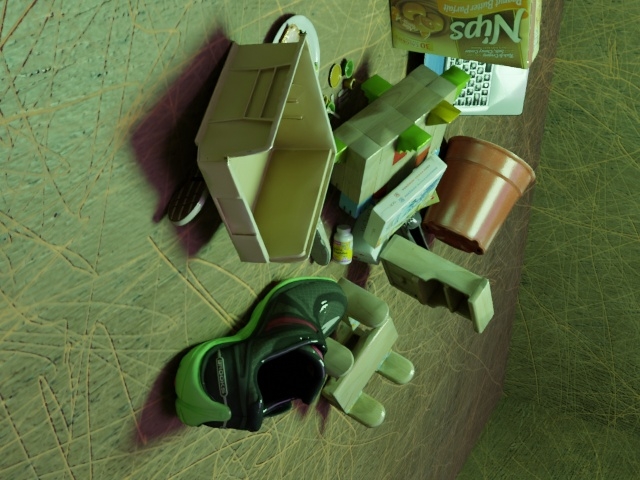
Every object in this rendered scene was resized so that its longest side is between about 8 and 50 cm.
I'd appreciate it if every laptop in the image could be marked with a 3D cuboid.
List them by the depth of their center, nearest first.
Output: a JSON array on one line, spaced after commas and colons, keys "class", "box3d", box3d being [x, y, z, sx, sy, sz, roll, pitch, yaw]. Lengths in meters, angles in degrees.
[{"class": "laptop", "box3d": [0.412, -0.479, 2.135, 0.236, 0.408, 0.381, -123, -146, -62]}]

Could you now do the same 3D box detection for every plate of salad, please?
[{"class": "plate of salad", "box3d": [-0.039, -0.294, 1.472, 0.200, 0.048, 0.199, -44, 141, -52]}]

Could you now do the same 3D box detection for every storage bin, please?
[{"class": "storage bin", "box3d": [-0.078, -0.137, 1.316, 0.262, 0.123, 0.260, 73, 25, -51]}]

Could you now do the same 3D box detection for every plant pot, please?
[{"class": "plant pot", "box3d": [0.435, -0.117, 2.393, 0.265, 0.272, 0.272, -63, 155, -9]}]

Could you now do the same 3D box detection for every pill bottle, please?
[{"class": "pill bottle", "box3d": [0.049, 0.008, 1.845, 0.043, 0.043, 0.083, -39, 136, -54]}]

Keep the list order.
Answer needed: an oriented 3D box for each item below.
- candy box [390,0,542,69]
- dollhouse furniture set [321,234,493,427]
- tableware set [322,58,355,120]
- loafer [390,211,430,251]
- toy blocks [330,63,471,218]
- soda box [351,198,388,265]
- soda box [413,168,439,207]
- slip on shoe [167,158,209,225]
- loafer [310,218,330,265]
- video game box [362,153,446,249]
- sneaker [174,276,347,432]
[{"class": "candy box", "box3d": [0.311, -0.490, 1.804, 0.087, 0.317, 0.183, -57, 151, -36]}, {"class": "dollhouse furniture set", "box3d": [0.178, 0.226, 1.897, 0.394, 0.256, 0.362, -53, 150, -17]}, {"class": "tableware set", "box3d": [0.032, -0.296, 1.660, 0.154, 0.024, 0.104, -46, 143, -48]}, {"class": "loafer", "box3d": [0.230, -0.050, 2.149, 0.109, 0.095, 0.302, -61, 152, -31]}, {"class": "toy blocks", "box3d": [0.141, -0.187, 1.770, 0.381, 0.191, 0.261, -40, 157, -28]}, {"class": "soda box", "box3d": [0.135, -0.056, 1.969, 0.216, 0.069, 0.074, -69, 156, -17]}, {"class": "soda box", "box3d": [0.226, -0.168, 2.001, 0.061, 0.058, 0.181, 52, 19, -62]}, {"class": "slip on shoe", "box3d": [-0.187, -0.073, 1.270, 0.041, 0.051, 0.135, 66, 36, -51]}, {"class": "loafer", "box3d": [0.000, 0.000, 1.735, 0.125, 0.045, 0.039, 74, 31, -45]}, {"class": "video game box", "box3d": [0.180, -0.081, 1.815, 0.187, 0.048, 0.205, -40, 169, -13]}, {"class": "sneaker", "box3d": [-0.063, 0.215, 1.514, 0.483, 0.202, 0.185, -38, 137, -54]}]
